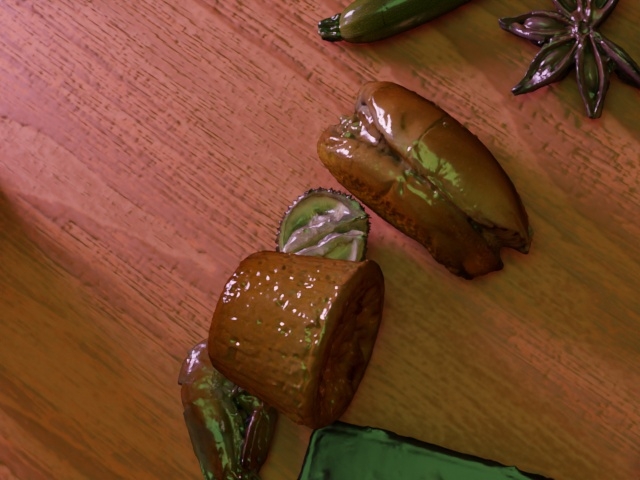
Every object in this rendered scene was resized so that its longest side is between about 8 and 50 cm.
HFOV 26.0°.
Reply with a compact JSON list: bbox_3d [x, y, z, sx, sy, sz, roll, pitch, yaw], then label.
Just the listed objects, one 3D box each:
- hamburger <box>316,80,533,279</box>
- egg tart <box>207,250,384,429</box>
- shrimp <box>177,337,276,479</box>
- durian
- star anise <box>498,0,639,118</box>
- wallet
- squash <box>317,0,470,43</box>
[{"bbox_3d":[0.120,-0.078,1.567,0.283,0.156,0.144,39,86,19],"label":"hamburger"},{"bbox_3d":[-0.027,0.095,1.536,0.147,0.202,0.203,21,82,20],"label":"egg tart"},{"bbox_3d":[-0.097,0.210,1.598,0.115,0.051,0.217,-15,72,5],"label":"shrimp"},{"bbox_3d":[0.002,0.002,1.615,0.140,0.071,0.110,-32,71,14],"label":"durian"},{"bbox_3d":[0.297,-0.238,1.621,0.171,0.063,0.208,-14,78,12],"label":"star anise"},{"bbox_3d":[0.118,0.309,1.536,0.309,0.042,0.165,13,82,15],"label":"wallet"},{"bbox_3d":[0.116,-0.291,1.663,0.252,0.066,0.066,-25,74,6],"label":"squash"}]
